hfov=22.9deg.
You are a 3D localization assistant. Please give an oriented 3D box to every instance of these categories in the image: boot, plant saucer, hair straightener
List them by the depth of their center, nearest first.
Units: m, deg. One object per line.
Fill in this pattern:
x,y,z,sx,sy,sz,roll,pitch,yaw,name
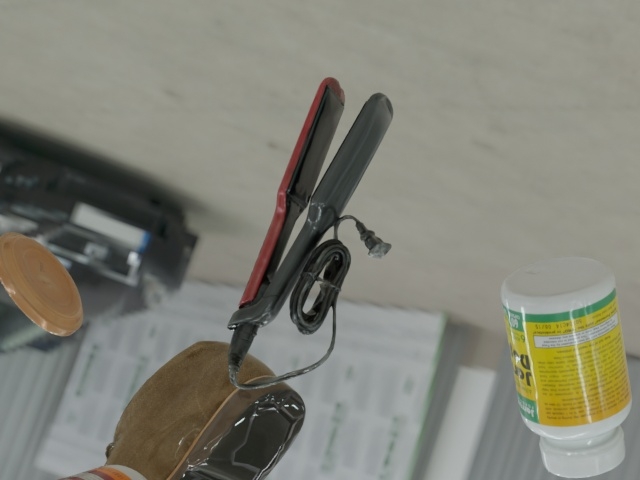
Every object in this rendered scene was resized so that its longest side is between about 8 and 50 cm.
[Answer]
0.000,0.000,1.081,0.089,0.230,0.047,17,163,25,hair straightener
-0.193,0.028,1.094,0.083,0.013,0.083,49,-165,-18,plant saucer
-0.150,0.216,1.337,0.115,0.305,0.112,39,175,40,boot

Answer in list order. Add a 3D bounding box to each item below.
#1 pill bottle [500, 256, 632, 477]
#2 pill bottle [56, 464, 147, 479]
0.257,0.132,1.626,0.118,0.208,0.117,-11,-161,4,pill bottle
-0.155,0.172,0.806,0.152,0.086,0.086,-11,-166,-41,pill bottle
